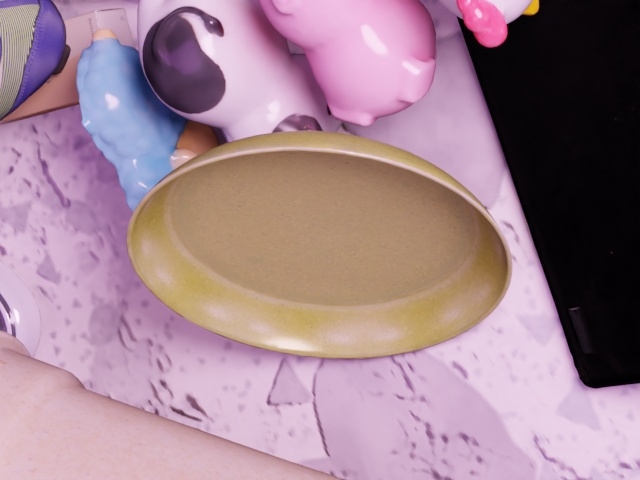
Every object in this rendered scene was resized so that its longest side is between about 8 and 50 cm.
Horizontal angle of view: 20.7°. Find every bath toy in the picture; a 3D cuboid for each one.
[{"bbox_3d":[0.005,-0.119,1.063,0.348,0.151,0.129,-27,60,38],"label":"bath toy"}]

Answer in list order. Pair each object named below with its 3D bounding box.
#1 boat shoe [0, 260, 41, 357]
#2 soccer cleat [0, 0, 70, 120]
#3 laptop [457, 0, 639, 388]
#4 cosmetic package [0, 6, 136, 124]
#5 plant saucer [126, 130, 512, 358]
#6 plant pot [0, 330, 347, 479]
[{"bbox_3d":[-0.353,0.036,1.299,0.301,0.102,0.108,21,109,19],"label":"boat shoe"},{"bbox_3d":[-0.293,-0.072,1.179,0.289,0.121,0.093,-42,75,18],"label":"soccer cleat"},{"bbox_3d":[0.304,-0.144,1.012,0.408,0.236,0.381,-15,95,55],"label":"laptop"},{"bbox_3d":[-0.186,-0.121,1.224,0.115,0.041,0.060,-14,94,26],"label":"cosmetic package"},{"bbox_3d":[0.000,0.000,1.098,0.241,0.241,0.037,-14,52,26],"label":"plant saucer"},{"bbox_3d":[-0.108,0.246,1.141,0.306,0.334,0.333,9,105,10],"label":"plant pot"}]
